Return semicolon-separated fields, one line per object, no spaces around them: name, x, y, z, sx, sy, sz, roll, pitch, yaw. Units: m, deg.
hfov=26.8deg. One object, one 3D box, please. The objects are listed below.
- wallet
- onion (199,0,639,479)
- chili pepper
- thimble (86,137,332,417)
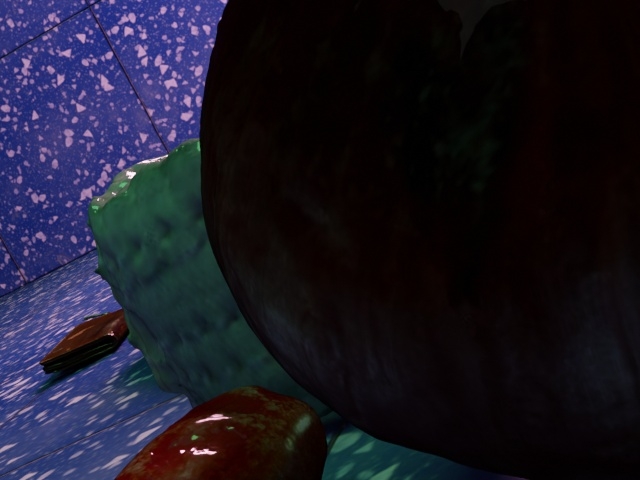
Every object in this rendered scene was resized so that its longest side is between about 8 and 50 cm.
wallet;-0.244;0.105;1.469;0.095;0.026;0.176;-21;9;6
onion;0.098;-0.096;0.456;0.347;0.285;0.348;-22;35;16
chili pepper;-0.046;0.109;0.560;0.073;0.070;0.123;-43;-1;35
thimble;0.000;0.000;0.766;0.250;0.172;0.205;-24;3;6
